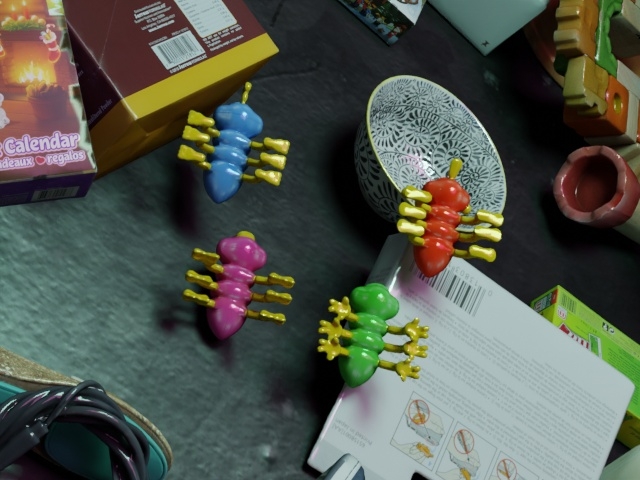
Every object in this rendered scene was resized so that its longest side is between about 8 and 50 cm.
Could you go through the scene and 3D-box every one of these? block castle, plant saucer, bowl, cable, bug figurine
[{"bbox_3d":[0.406,-0.231,1.579,0.213,0.303,0.453,25,66,-49],"label":"block castle"},{"bbox_3d":[0.321,-0.247,1.793,0.200,0.037,0.200,22,49,-29],"label":"plant saucer"},{"bbox_3d":[0.089,-0.066,1.428,0.170,0.080,0.170,22,50,-29],"label":"bowl"},{"bbox_3d":[-0.192,0.179,1.006,0.151,0.047,0.184,21,76,-14],"label":"cable"},{"bbox_3d":[0.000,0.000,1.245,0.279,0.072,0.216,20,73,-9],"label":"bug figurine"}]

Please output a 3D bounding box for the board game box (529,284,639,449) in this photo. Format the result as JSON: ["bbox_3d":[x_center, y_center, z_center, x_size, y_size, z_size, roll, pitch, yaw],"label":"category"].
[{"bbox_3d":[0.284,0.134,1.491,0.181,0.043,0.092,35,45,-18],"label":"board game box"}]

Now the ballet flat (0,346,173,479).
[{"bbox_3d":[-0.196,0.114,1.063,0.206,0.073,0.067,30,18,-28],"label":"ballet flat"}]

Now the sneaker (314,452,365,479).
[{"bbox_3d":[0.021,0.283,1.111,0.163,0.086,0.226,34,53,-4],"label":"sneaker"}]

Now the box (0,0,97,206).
[{"bbox_3d":[-0.317,-0.113,1.021,0.293,0.057,0.200,-9,75,-21],"label":"box"}]

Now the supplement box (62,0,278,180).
[{"bbox_3d":[-0.180,-0.173,1.225,0.194,0.129,0.191,54,42,2],"label":"supplement box"}]

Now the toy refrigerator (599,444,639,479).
[{"bbox_3d":[0.381,0.290,1.437,0.270,0.094,0.102,21,44,-31],"label":"toy refrigerator"}]

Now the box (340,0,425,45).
[{"bbox_3d":[0.061,-0.335,1.614,0.159,0.044,0.233,39,43,-15],"label":"box"}]

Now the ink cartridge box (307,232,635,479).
[{"bbox_3d":[0.129,0.161,1.327,0.275,0.060,0.239,35,67,-18],"label":"ink cartridge box"}]

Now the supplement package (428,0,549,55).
[{"bbox_3d":[0.205,-0.314,1.683,0.105,0.105,0.179,42,43,-14],"label":"supplement package"}]
